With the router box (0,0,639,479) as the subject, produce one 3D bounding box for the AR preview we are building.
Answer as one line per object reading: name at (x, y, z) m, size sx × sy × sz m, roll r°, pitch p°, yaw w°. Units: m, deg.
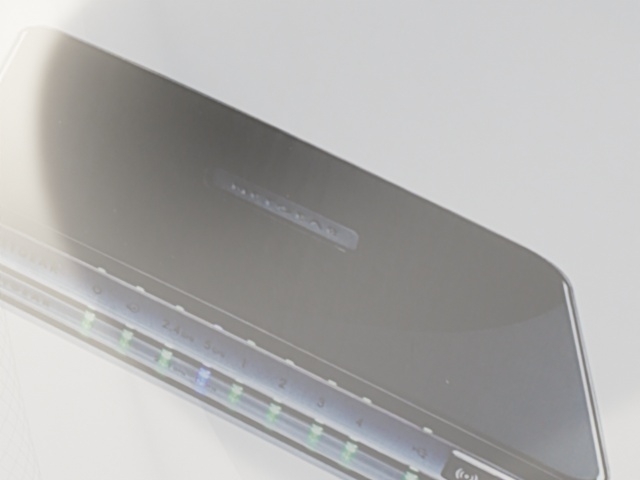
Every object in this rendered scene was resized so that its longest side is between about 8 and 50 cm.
router box at (0.000, 0.000, 0.397) m, size 0.301 × 0.335 × 0.082 m, roll 24°, pitch -158°, yaw 17°
